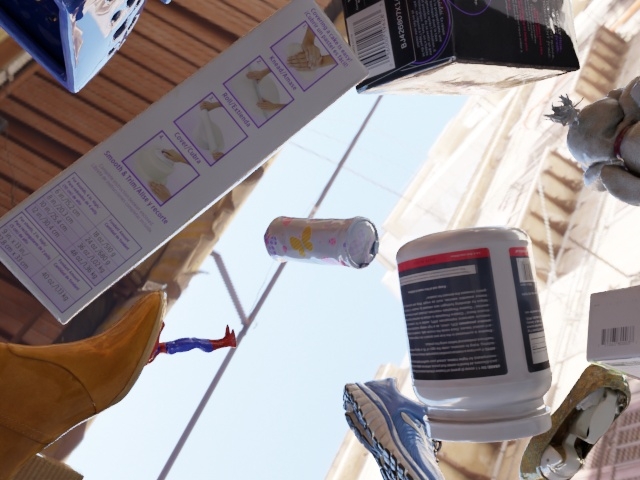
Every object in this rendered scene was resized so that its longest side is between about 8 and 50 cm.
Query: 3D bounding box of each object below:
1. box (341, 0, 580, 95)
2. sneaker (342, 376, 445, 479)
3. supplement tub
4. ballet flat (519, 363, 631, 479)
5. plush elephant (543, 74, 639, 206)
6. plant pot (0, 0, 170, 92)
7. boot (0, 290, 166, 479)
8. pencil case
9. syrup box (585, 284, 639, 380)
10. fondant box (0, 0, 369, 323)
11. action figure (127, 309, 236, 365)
[{"bbox_3d":[0.169,-0.266,0.724,0.270,0.143,0.165,-11,-86,-41],"label":"box"},{"bbox_3d":[0.169,0.358,1.075,0.147,0.129,0.330,-17,-136,-19],"label":"sneaker"},{"bbox_3d":[0.213,0.126,0.858,0.191,0.191,0.272,-2,-99,-25],"label":"supplement tub"},{"bbox_3d":[0.535,0.414,1.298,0.123,0.348,0.123,25,-165,-7],"label":"ballet flat"},{"bbox_3d":[0.654,-0.200,1.253,0.330,0.271,0.255,8,-157,-32],"label":"plush elephant"},{"bbox_3d":[-0.271,-0.337,0.652,0.236,0.236,0.212,47,-111,-10],"label":"plant pot"},{"bbox_3d":[-0.324,0.143,0.699,0.211,0.104,0.295,31,-119,-16],"label":"boot"},{"bbox_3d":[0.000,0.000,1.377,0.124,0.273,0.113,-7,-83,-48],"label":"pencil case"},{"bbox_3d":[0.463,0.138,0.792,0.237,0.093,0.096,22,-112,-22],"label":"syrup box"},{"bbox_3d":[-0.134,-0.071,0.599,0.330,0.238,0.096,-43,-80,-13],"label":"fondant box"},{"bbox_3d":[-0.354,0.219,1.474,0.281,0.091,0.138,-12,-84,-21],"label":"action figure"}]
